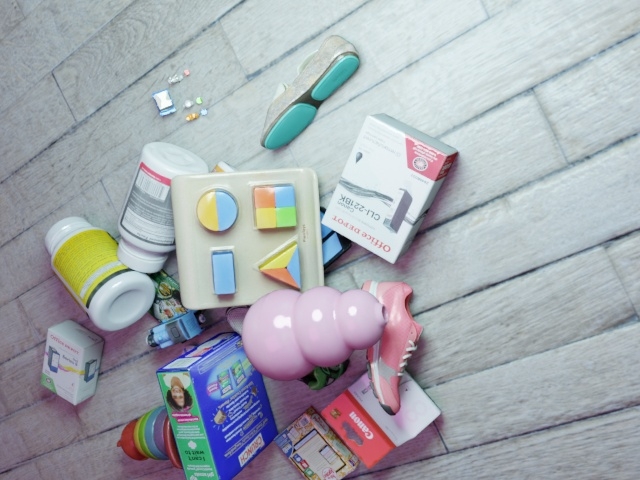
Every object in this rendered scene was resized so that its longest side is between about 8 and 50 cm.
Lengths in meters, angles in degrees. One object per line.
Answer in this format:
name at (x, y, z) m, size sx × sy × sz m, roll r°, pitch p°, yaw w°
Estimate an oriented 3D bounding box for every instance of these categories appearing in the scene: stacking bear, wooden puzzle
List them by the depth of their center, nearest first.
wooden puzzle at (-0.170, -0.001, 1.458) m, size 0.347 × 0.080 × 0.323 m, roll -4°, pitch 99°, yaw -3°
stacking bear at (-0.475, 0.573, 1.822) m, size 0.288 × 0.175 × 0.164 m, roll -21°, pitch 95°, yaw 35°

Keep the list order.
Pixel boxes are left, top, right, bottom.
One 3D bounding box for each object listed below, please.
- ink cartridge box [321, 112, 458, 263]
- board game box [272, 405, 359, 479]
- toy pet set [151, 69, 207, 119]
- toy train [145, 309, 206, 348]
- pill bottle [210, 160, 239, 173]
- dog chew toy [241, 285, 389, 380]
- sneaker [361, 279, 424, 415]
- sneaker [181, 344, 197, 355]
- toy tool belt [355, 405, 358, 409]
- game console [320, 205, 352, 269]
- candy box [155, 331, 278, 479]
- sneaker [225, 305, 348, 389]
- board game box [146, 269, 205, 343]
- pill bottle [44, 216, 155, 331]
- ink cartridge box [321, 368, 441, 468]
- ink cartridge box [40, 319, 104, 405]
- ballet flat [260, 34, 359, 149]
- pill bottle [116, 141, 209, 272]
ink cartridge box at (0.149, -0.116, 1.383) m, size 0.197 × 0.114 × 0.273 m, roll 30°, pitch 114°, yaw 15°
board game box at (-0.013, 0.562, 1.661) m, size 0.193 × 0.045 × 0.147 m, roll 48°, pitch 116°, yaw 7°
toy pet set at (-0.368, -0.361, 1.608) m, size 0.114 × 0.065 × 0.122 m, roll -23°, pitch 96°, yaw -7°
toy train at (-0.398, 0.245, 1.698) m, size 0.184 × 0.105 × 0.080 m, roll -23°, pitch 92°, yaw 27°
pill bottle at (-0.261, -0.079, 1.544) m, size 0.121 × 0.121 × 0.216 m, roll 37°, pitch 94°, yaw 12°
dog chew toy at (-0.008, 0.195, 1.378) m, size 0.331 × 0.206 × 0.207 m, roll -15°, pitch 96°, yaw 25°
sneaker at (0.173, 0.239, 1.428) m, size 0.136 × 0.116 × 0.314 m, roll -8°, pitch 79°, yaw 11°
sneaker at (-0.346, 0.416, 1.734) m, size 0.091 × 0.126 × 0.240 m, roll -21°, pitch 93°, yaw 27°
toy tool belt at (0.109, 0.406, 1.560) m, size 0.052 × 0.051 × 0.083 m, roll -32°, pitch 89°, yaw -8°
game console at (0.000, 0.000, 1.501) m, size 0.122 × 0.071 × 0.107 m, roll -42°, pitch 49°, yaw 27°
candy box at (-0.260, 0.430, 1.618) m, size 0.122 × 0.268 × 0.317 m, roll -11°, pitch 98°, yaw 30°
sneaker at (-0.099, 0.251, 1.570) m, size 0.343 × 0.146 × 0.134 m, roll 26°, pitch 112°, yaw 18°
board game box at (-0.453, 0.162, 1.778) m, size 0.259 × 0.030 × 0.136 m, roll 39°, pitch 117°, yaw 11°
pill bottle at (-0.622, 0.081, 1.725) m, size 0.334 × 0.187 × 0.188 m, roll 40°, pitch 116°, yaw 29°
ink cartridge box at (0.143, 0.416, 1.505) m, size 0.232 × 0.066 × 0.189 m, roll -42°, pitch 83°, yaw 0°
ink cartridge box at (-0.777, 0.379, 1.945) m, size 0.154 × 0.093 × 0.213 m, roll 24°, pitch 110°, yaw 18°
ballet flat at (-0.040, -0.345, 1.437) m, size 0.316 × 0.107 × 0.106 m, roll -41°, pitch 64°, yaw 22°
pill bottle at (-0.424, -0.079, 1.622) m, size 0.176 × 0.176 × 0.319 m, roll 33°, pitch 114°, yaw 14°
